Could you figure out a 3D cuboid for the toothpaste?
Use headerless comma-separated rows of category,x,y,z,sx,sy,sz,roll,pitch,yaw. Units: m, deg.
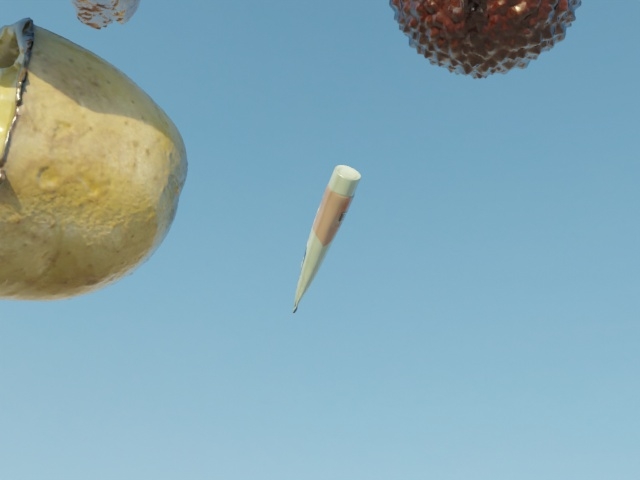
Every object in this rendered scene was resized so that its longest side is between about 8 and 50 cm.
toothpaste,0.000,0.000,1.023,0.036,0.056,0.205,21,-59,-3

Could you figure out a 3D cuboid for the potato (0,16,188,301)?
potato,-0.254,-0.062,0.826,0.243,0.285,0.242,4,-23,2

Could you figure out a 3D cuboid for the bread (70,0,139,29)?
bread,-0.415,-0.541,1.561,0.149,0.195,0.344,-2,-2,-11

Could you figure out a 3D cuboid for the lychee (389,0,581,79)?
lychee,0.217,-0.348,1.072,0.264,0.300,0.264,5,-69,14
